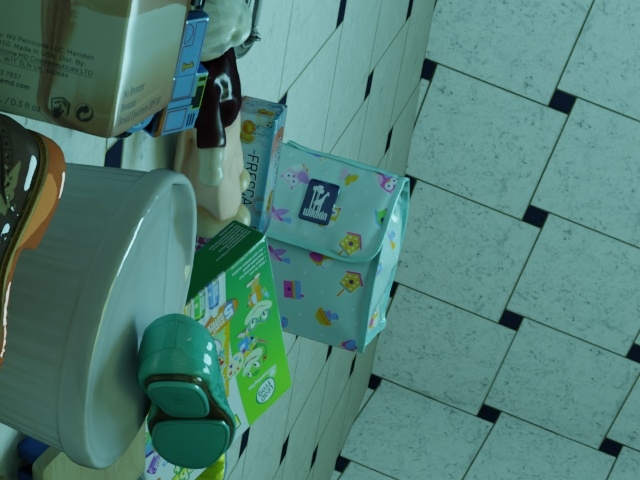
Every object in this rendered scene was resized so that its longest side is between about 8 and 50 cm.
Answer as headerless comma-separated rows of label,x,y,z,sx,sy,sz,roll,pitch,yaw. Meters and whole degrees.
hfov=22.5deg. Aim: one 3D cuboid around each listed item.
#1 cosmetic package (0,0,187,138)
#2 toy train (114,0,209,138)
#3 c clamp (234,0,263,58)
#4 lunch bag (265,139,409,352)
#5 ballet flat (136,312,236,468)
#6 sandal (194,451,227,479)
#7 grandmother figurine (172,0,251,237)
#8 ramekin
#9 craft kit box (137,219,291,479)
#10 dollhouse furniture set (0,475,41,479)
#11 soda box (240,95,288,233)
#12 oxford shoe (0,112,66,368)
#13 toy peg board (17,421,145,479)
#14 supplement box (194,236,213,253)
cosmetic package,-0.167,-0.243,1.196,0.153,0.129,0.296,-49,152,-67
toy train,-0.151,-0.177,1.454,0.105,0.080,0.184,-20,136,-44
c clamp,-0.078,-0.300,1.966,0.137,0.022,0.160,-29,132,-78
lunch bag,0.000,0.000,2.269,0.160,0.223,0.262,-45,149,-61
ballet flat,-0.118,0.132,1.452,0.247,0.083,0.087,90,4,-64
sandal,-0.158,0.209,1.999,0.138,0.126,0.317,-57,162,-74
grandmother figurine,-0.122,-0.148,1.746,0.342,0.104,0.208,89,-10,-50
ramekin,-0.211,0.055,1.409,0.273,0.127,0.273,15,90,-80
craft kit box,-0.142,0.144,1.802,0.250,0.061,0.246,-42,144,-33
dollhouse furniture set,-0.311,0.335,1.473,0.182,0.101,0.161,-60,138,-57
soda box,-0.090,-0.093,2.091,0.058,0.063,0.183,-59,161,-61
oxford shoe,-0.279,0.033,1.162,0.098,0.097,0.271,34,69,-54
toy peg board,-0.255,0.215,1.618,0.160,0.079,0.161,-45,152,-40
supplement box,-0.142,0.010,2.006,0.055,0.043,0.083,-17,121,-79
